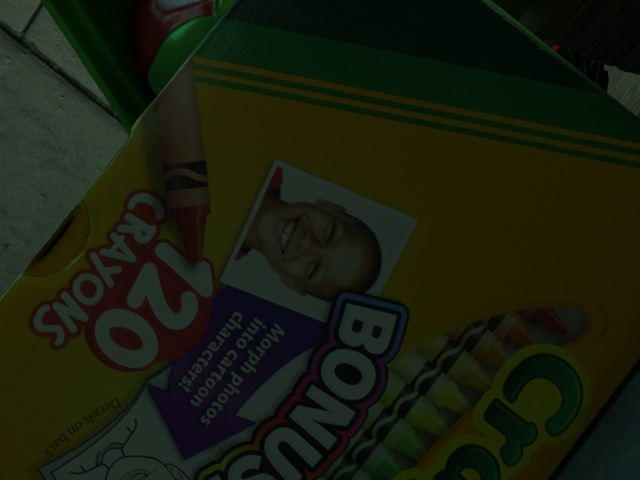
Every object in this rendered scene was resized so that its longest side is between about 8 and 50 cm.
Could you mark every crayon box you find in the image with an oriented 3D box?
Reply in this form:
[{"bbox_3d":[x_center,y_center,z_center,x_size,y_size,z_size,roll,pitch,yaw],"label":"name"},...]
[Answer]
[{"bbox_3d":[-0.018,0.049,0.386,0.278,0.165,0.081,-52,2,-4],"label":"crayon box"}]

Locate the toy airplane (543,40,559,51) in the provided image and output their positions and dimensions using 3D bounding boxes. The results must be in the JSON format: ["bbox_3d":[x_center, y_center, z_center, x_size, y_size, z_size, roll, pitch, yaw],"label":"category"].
[{"bbox_3d":[0.199,-0.161,1.108,0.151,0.028,0.151,-38,-1,-1],"label":"toy airplane"}]

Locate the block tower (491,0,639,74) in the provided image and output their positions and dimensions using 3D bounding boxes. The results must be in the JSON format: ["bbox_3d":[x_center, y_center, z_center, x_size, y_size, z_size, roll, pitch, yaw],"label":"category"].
[{"bbox_3d":[0.089,-0.156,0.537,0.336,0.091,0.097,3,-47,-48],"label":"block tower"}]

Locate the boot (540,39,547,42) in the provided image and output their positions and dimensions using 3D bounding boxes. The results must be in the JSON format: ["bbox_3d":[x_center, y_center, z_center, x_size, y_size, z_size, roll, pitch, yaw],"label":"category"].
[{"bbox_3d":[0.136,-0.301,1.276,0.118,0.338,0.222,-22,9,7],"label":"boot"}]

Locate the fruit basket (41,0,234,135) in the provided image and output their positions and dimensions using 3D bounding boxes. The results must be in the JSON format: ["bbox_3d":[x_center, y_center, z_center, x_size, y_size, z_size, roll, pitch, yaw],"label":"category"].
[{"bbox_3d":[0.006,-0.177,0.798,0.392,0.282,0.392,-33,-1,0],"label":"fruit basket"}]

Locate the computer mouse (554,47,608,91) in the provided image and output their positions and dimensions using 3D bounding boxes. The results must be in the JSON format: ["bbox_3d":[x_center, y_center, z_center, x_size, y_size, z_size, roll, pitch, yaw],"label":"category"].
[{"bbox_3d":[0.070,0.011,0.676,0.272,0.072,0.188,-41,12,29],"label":"computer mouse"}]
